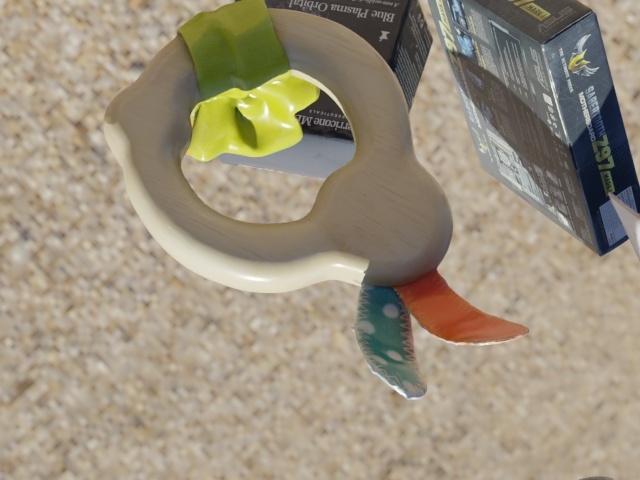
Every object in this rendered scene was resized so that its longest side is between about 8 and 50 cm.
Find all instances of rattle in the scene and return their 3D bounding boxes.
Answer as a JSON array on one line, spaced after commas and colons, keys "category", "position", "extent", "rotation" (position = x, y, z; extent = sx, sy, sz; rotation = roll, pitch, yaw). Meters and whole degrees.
[{"category": "rattle", "position": [0.000, 0.000, 0.810], "extent": [0.130, 0.199, 0.143], "rotation": [-44, 168, -30]}]

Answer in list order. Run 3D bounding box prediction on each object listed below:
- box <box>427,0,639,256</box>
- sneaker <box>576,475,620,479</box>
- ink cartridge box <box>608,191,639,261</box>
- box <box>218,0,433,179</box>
[{"category": "box", "position": [0.176, -0.121, 1.526], "extent": [0.059, 0.183, 0.233], "rotation": [-33, 130, -14]}, {"category": "sneaker", "position": [0.147, 0.276, 1.452], "extent": [0.297, 0.111, 0.129], "rotation": [-21, 156, 25]}, {"category": "ink cartridge box", "position": [0.261, 0.078, 1.101], "extent": [0.045, 0.208, 0.206], "rotation": [-29, 116, -1]}, {"category": "box", "position": [-0.003, -0.140, 1.571], "extent": [0.093, 0.156, 0.158], "rotation": [61, 43, -62]}]
